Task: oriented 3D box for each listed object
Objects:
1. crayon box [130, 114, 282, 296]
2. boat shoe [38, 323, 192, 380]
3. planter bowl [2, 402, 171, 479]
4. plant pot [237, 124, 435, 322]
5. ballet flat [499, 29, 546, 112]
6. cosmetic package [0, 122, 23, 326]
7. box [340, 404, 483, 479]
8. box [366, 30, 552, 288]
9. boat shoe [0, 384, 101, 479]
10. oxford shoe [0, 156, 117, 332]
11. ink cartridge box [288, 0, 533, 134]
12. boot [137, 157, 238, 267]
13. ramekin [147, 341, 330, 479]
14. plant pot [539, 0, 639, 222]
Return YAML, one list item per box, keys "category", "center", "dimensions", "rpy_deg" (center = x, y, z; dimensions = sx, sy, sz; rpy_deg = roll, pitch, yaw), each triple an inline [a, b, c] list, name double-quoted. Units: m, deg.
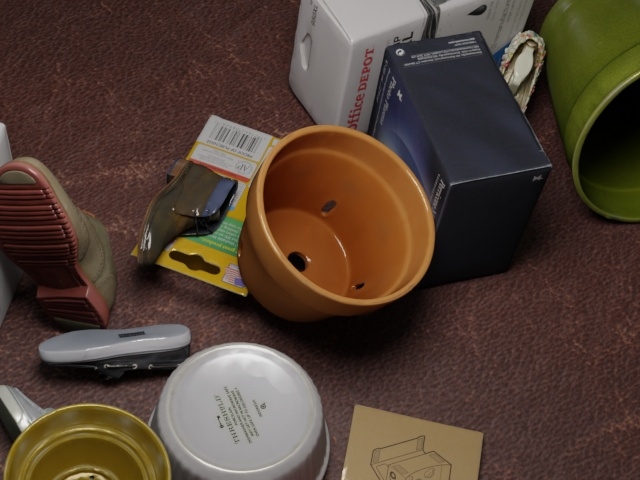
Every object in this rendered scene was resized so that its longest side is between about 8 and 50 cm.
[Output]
- category: "crayon box"
  center: [-0.155, -0.044, 1.834]
  dimensions: [0.203, 0.083, 0.323]
  rpy_deg: [20, 55, 7]
- category: "boat shoe"
  center: [-0.308, 0.177, 1.670]
  dimensions: [0.228, 0.076, 0.080]
  rpy_deg: [-6, 18, -18]
- category: "planter bowl"
  center: [-0.312, 0.334, 1.471]
  dimensions: [0.217, 0.090, 0.217]
  rpy_deg: [7, 50, -9]
- category: "plant pot"
  center: [0.000, 0.000, 1.676]
  dimensions: [0.290, 0.203, 0.291]
  rpy_deg: [12, 60, -22]
- category: "ballet flat"
  center: [0.338, -0.264, 1.971]
  dimensions: [0.091, 0.077, 0.241]
  rpy_deg: [17, 93, 1]
- category: "cosmetic package"
  center: [-0.647, 0.049, 1.566]
  dimensions: [0.329, 0.327, 0.394]
  rpy_deg: [11, 54, 1]
- category: "box"
  center: [0.134, 0.341, 1.634]
  dimensions: [0.201, 0.021, 0.164]
  rpy_deg: [12, 55, 2]
- category: "box"
  center: [0.208, -0.128, 1.802]
  dimensions: [0.182, 0.296, 0.294]
  rpy_deg: [-12, 57, -15]
- category: "boat shoe"
  center: [-0.383, 0.288, 1.586]
  dimensions: [0.081, 0.079, 0.227]
  rpy_deg: [-33, 70, -33]
- category: "oxford shoe"
  center: [-0.389, -0.010, 1.634]
  dimensions: [0.123, 0.348, 0.130]
  rpy_deg: [5, 48, 13]
- category: "ink cartridge box"
  center: [0.162, -0.367, 1.971]
  dimensions: [0.394, 0.285, 0.166]
  rpy_deg: [-22, 62, -20]
- category: "boot"
  center: [-0.209, -0.038, 1.723]
  dimensions: [0.106, 0.082, 0.219]
  rpy_deg: [14, 53, 7]
- category: "ramekin"
  center: [-0.116, 0.268, 1.581]
  dimensions: [0.272, 0.127, 0.273]
  rpy_deg: [4, 51, -5]
- category: "plant pot"
  center: [0.554, -0.284, 1.949]
  dimensions: [0.366, 0.366, 0.353]
  rpy_deg: [-7, 44, -11]
